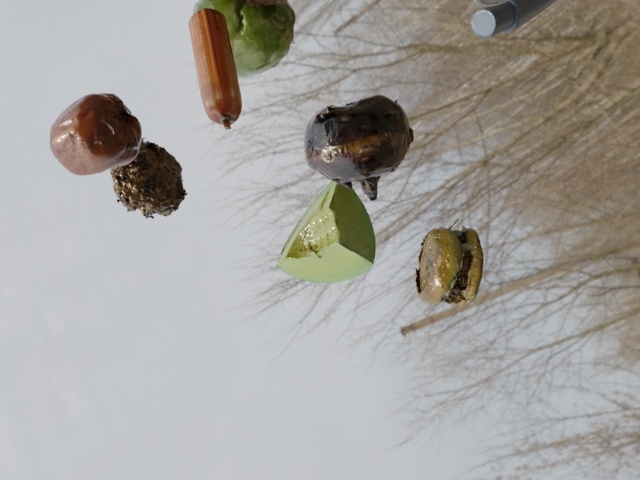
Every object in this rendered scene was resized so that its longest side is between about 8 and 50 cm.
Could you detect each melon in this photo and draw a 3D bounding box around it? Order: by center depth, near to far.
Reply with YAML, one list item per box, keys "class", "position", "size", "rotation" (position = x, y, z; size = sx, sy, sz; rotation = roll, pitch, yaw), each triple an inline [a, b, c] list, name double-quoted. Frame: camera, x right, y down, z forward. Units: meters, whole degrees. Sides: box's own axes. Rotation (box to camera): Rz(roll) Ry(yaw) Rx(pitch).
- class: "melon"
  position: [0.000, 0.000, 2.015]
  size: [0.226, 0.344, 0.331]
  rotation: [-23, -95, -39]

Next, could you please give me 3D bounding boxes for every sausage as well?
- class: "sausage"
  position: [-0.236, -0.380, 1.342]
  size: [0.093, 0.093, 0.312]
  rotation: [15, -126, -49]

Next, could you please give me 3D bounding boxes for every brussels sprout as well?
- class: "brussels sprout"
  position: [-0.220, -0.574, 1.615]
  size: [0.317, 0.274, 0.242]
  rotation: [36, 148, 57]

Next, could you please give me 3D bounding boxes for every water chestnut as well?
- class: "water chestnut"
  position: [0.107, -0.239, 1.570]
  size: [0.300, 0.300, 0.300]
  rotation: [36, -146, -30]

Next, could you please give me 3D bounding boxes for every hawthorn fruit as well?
- class: "hawthorn fruit"
  position: [-0.454, -0.210, 1.196]
  size: [0.173, 0.179, 0.173]
  rotation: [44, 173, 7]

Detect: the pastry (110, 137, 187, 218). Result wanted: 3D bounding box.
- class: "pastry"
  position: [-0.553, -0.185, 1.850]
  size: [0.275, 0.193, 0.274]
  rotation: [42, -139, -50]

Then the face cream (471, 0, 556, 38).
- class: "face cream"
  position: [0.510, -0.590, 1.484]
  size: [0.385, 0.136, 0.086]
  rotation: [-33, -75, -35]

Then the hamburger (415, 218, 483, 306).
- class: "hamburger"
  position: [0.261, 0.045, 1.220]
  size: [0.177, 0.114, 0.185]
  rotation: [-71, -14, -89]

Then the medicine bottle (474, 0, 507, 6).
- class: "medicine bottle"
  position: [0.246, -0.442, 0.857]
  size: [0.105, 0.105, 0.168]
  rotation: [-5, -105, -57]

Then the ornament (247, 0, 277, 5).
- class: "ornament"
  position: [-0.192, -0.705, 1.436]
  size: [0.218, 0.221, 0.235]
  rotation: [39, 179, 28]
